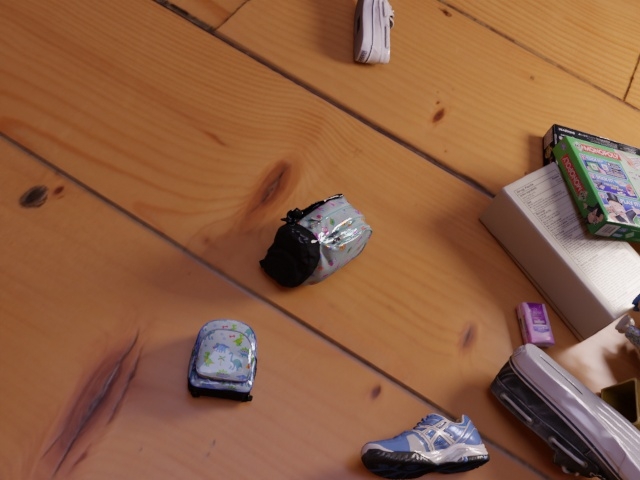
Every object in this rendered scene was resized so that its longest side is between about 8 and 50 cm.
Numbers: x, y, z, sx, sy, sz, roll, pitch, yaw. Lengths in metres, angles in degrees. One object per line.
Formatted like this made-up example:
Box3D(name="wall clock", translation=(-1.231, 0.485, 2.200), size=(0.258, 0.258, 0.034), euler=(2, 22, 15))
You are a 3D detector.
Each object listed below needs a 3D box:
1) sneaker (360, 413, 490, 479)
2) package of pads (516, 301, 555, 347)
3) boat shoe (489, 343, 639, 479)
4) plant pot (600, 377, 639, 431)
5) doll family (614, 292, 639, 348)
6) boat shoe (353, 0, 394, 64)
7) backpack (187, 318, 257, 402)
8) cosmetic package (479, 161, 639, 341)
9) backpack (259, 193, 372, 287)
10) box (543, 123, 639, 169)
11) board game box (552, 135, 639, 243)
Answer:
Box3D(name="sneaker", translation=(0.156, 0.317, 0.967), size=(0.211, 0.080, 0.081), euler=(5, 52, -22))
Box3D(name="package of pads", translation=(0.393, 0.156, 1.143), size=(0.050, 0.032, 0.083), euler=(5, 59, -14))
Box3D(name="boat shoe", translation=(0.422, 0.320, 1.010), size=(0.335, 0.119, 0.121), euler=(47, 27, 23))
Box3D(name="plant pot", translation=(0.545, 0.296, 1.074), size=(0.083, 0.081, 0.081), euler=(23, 56, -13))
Box3D(name="doll family", translation=(0.610, 0.205, 1.085), size=(0.263, 0.118, 0.163), euler=(27, 19, -46))
Box3D(name="boat shoe", translation=(0.128, -0.511, 1.448), size=(0.084, 0.095, 0.258), euler=(11, 68, -13))
Box3D(name="backpack", translation=(-0.147, 0.178, 0.962), size=(0.105, 0.084, 0.114), euler=(10, 55, -11))
Box3D(name="cosmetic package", translation=(0.473, 0.017, 1.199), size=(0.160, 0.113, 0.309), euler=(-25, 68, -26))
Box3D(name="backpack", translation=(0.000, 0.000, 1.083), size=(0.182, 0.152, 0.115), euler=(-31, 77, -41))
Box3D(name="box", translation=(0.601, -0.151, 1.367), size=(0.220, 0.051, 0.175), euler=(15, 57, -6))
Box3D(name="board game box", translation=(0.628, -0.087, 1.239), size=(0.317, 0.046, 0.213), euler=(9, 51, -23))
